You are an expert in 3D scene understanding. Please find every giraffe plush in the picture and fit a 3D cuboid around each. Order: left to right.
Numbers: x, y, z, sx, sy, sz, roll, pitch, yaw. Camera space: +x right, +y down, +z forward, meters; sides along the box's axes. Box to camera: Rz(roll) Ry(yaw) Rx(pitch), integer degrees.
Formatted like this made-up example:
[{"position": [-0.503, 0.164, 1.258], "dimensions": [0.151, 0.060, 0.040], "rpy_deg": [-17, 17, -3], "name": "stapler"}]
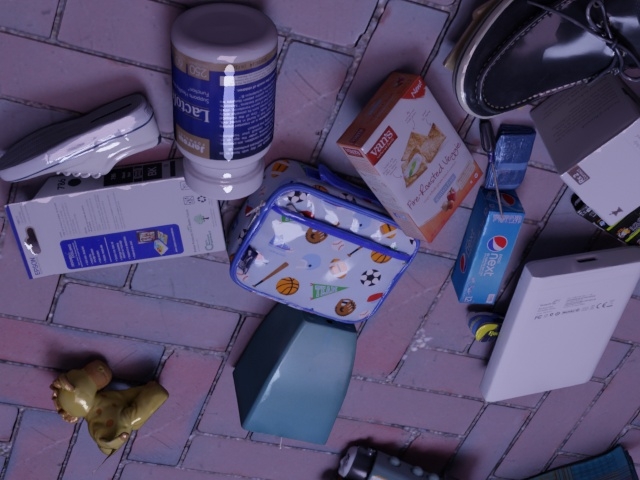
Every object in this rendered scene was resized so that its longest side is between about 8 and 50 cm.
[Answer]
[{"position": [-0.405, 0.296, 2.001], "dimensions": [0.170, 0.210, 0.181], "rpy_deg": [44, 129, 1], "name": "giraffe plush"}]

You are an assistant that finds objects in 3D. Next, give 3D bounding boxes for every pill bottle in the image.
[{"position": [-0.142, -0.201, 1.622], "dimensions": [0.153, 0.153, 0.264], "rpy_deg": [-2, 129, -7], "name": "pill bottle"}]

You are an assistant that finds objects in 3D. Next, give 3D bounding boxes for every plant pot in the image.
[{"position": [-0.034, 0.215, 1.984], "dimensions": [0.165, 0.165, 0.234], "rpy_deg": [15, 117, -20], "name": "plant pot"}]

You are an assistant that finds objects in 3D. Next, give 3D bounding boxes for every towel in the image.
[{"position": [0.316, -0.135, 1.828], "dimensions": [0.067, 0.029, 0.119], "rpy_deg": [1, 129, -11], "name": "towel"}, {"position": [0.488, 0.559, 2.281], "dimensions": [0.370, 0.271, 0.040], "rpy_deg": [-21, 108, 10], "name": "towel"}]

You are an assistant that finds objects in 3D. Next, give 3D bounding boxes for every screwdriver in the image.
[{"position": [0.282, -0.115, 1.806], "dimensions": [0.024, 0.025, 0.169], "rpy_deg": [-24, 113, -36], "name": "screwdriver"}]

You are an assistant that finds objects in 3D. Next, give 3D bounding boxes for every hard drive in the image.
[{"position": [0.442, 0.158, 2.026], "dimensions": [0.233, 0.047, 0.353], "rpy_deg": [-8, 137, -17], "name": "hard drive"}]

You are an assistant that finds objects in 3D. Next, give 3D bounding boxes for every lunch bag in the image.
[{"position": [0.000, 0.000, 1.838], "dimensions": [0.303, 0.115, 0.243], "rpy_deg": [20, 121, -25], "name": "lunch bag"}]

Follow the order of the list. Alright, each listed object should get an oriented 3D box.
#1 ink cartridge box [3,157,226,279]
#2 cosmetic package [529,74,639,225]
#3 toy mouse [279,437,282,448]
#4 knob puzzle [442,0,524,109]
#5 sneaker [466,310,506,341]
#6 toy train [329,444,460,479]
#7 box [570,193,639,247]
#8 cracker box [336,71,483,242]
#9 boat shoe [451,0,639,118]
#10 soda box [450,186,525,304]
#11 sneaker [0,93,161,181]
[{"position": [-0.328, -0.037, 1.786], "dimensions": [0.333, 0.065, 0.165], "rpy_deg": [-8, 130, -4], "name": "ink cartridge box"}, {"position": [0.451, -0.156, 1.731], "dimensions": [0.151, 0.183, 0.151], "rpy_deg": [-39, 125, 22], "name": "cosmetic package"}, {"position": [-0.084, 0.327, 2.144], "dimensions": [0.143, 0.031, 0.161], "rpy_deg": [31, 118, -30], "name": "toy mouse"}, {"position": [0.303, -0.313, 1.678], "dimensions": [0.213, 0.030, 0.213], "rpy_deg": [-9, 129, -11], "name": "knob puzzle"}, {"position": [0.330, 0.158, 2.061], "dimensions": [0.144, 0.059, 0.053], "rpy_deg": [13, 114, -42], "name": "sneaker"}, {"position": [0.173, 0.545, 2.261], "dimensions": [0.334, 0.142, 0.190], "rpy_deg": [24, 106, 2], "name": "toy train"}, {"position": [0.563, -0.083, 1.901], "dimensions": [0.184, 0.045, 0.190], "rpy_deg": [26, 120, -30], "name": "box"}, {"position": [0.145, -0.129, 1.731], "dimensions": [0.155, 0.067, 0.232], "rpy_deg": [-52, 127, -16], "name": "cracker box"}, {"position": [0.420, -0.323, 1.587], "dimensions": [0.500, 0.156, 0.187], "rpy_deg": [-29, 131, 8], "name": "boat shoe"}, {"position": [0.290, 0.012, 1.917], "dimensions": [0.067, 0.071, 0.210], "rpy_deg": [4, 128, -12], "name": "soda box"}, {"position": [-0.366, -0.132, 1.680], "dimensions": [0.258, 0.094, 0.091], "rpy_deg": [-20, 125, 6], "name": "sneaker"}]
